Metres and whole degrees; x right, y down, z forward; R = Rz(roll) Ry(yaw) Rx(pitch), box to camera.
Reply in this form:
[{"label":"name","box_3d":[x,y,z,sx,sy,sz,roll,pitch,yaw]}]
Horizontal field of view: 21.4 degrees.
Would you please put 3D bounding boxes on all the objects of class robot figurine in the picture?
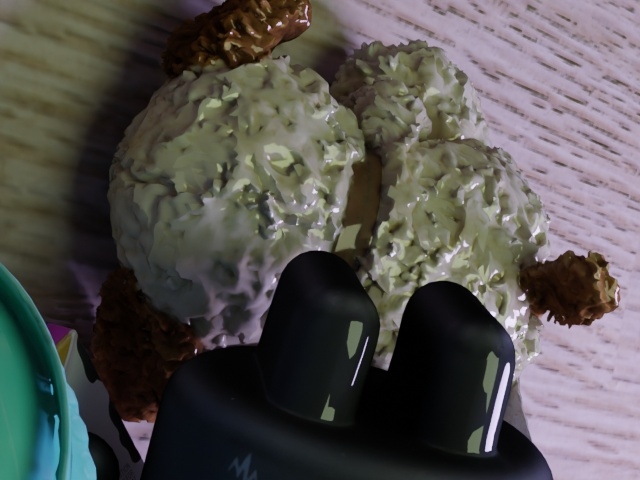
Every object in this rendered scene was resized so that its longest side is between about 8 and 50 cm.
[{"label":"robot figurine","box_3d":[-0.002,0.150,0.712,0.173,0.209,0.278,1,107,-59]}]

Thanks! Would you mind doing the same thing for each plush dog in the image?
[{"label":"plush dog","box_3d":[0.000,0.000,0.830,0.225,0.211,0.262,18,83,-28]}]

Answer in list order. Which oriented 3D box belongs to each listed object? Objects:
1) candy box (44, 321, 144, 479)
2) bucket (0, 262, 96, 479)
[{"label":"candy box","box_3d":[-0.137,0.169,0.764,0.159,0.071,0.233,-48,131,-33]},{"label":"bucket","box_3d":[-0.212,0.097,0.507,0.183,0.281,0.281,16,85,-57]}]
